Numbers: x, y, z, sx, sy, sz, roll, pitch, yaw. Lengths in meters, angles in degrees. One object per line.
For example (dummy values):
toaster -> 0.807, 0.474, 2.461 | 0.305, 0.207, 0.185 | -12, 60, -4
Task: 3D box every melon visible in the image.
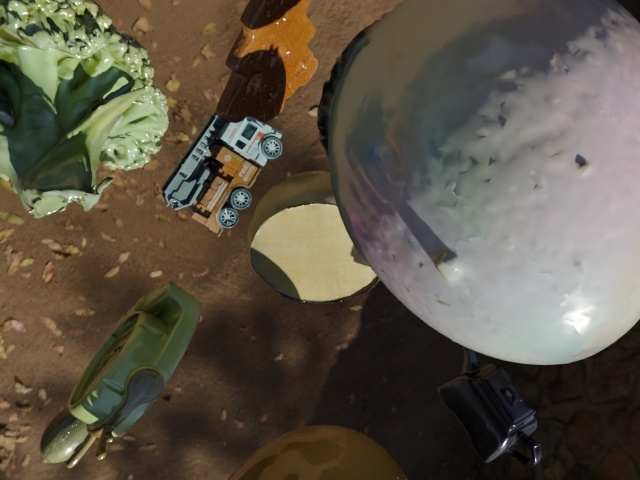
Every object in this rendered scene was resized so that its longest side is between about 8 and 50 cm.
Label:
melon -> -0.562, 0.429, 1.057 | 0.098, 0.098, 0.130 | 53, 48, -28

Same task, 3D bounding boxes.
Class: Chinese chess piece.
Chinese chess piece -> 0.000, 0.000, 0.816 | 0.250, 0.103, 0.249 | 1, 133, 1

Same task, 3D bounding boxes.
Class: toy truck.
toy truck -> -0.233, -0.197, 1.161 | 0.185, 0.133, 0.338 | 31, 91, -28

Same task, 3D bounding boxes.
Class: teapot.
teapot -> 0.250, 0.231, 0.672 | 0.087, 0.177, 0.096 | -15, 148, -28

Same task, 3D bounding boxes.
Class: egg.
egg -> 0.197, -0.044, 0.492 | 0.355, 0.339, 0.354 | -10, 146, -7
egg -> -0.026, 0.456, 0.696 | 0.374, 0.301, 0.301 | -49, 119, -8

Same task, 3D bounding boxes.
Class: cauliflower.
cauliflower -> -0.340, -0.149, 0.562 | 0.327, 0.261, 0.280 | 18, 66, -37

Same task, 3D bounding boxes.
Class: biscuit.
biscuit -> -0.092, -0.367, 0.900 | 0.284, 0.043, 0.306 | -40, 157, -36

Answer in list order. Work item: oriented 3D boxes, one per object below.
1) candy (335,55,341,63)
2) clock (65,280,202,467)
candy -> 0.122, -0.369, 1.194 | 0.185, 0.137, 0.195 | 2, 97, 16
clock -> -0.339, 0.230, 0.825 | 0.096, 0.307, 0.235 | 41, 130, -23
